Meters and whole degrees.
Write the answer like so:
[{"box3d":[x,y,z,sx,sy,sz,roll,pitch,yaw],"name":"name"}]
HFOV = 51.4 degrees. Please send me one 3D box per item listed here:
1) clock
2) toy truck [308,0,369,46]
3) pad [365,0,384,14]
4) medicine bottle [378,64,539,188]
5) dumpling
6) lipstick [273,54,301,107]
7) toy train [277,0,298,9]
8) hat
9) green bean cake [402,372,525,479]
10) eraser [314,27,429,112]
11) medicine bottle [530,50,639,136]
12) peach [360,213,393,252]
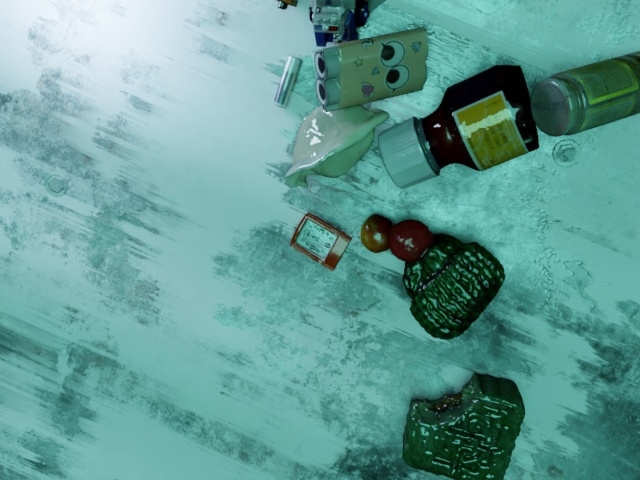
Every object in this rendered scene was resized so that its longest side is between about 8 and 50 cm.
[{"box3d":[0.000,0.000,1.918,0.155,0.061,0.113,31,105,4],"name":"clock"},{"box3d":[0.033,-0.579,1.704,0.161,0.213,0.177,7,63,12],"name":"toy truck"},{"box3d":[0.084,-0.692,1.778,0.116,0.004,0.193,-36,96,15],"name":"pad"},{"box3d":[0.352,-0.284,1.723,0.395,0.242,0.243,-17,100,25],"name":"medicine bottle"},{"box3d":[0.021,-0.261,1.758,0.318,0.243,0.187,-36,95,27],"name":"dumpling"},{"box3d":[-0.093,-0.438,1.841,0.040,0.040,0.141,21,105,3],"name":"lipstick"},{"box3d":[-0.077,-0.704,1.749,0.072,0.099,0.188,19,104,3],"name":"toy train"},{"box3d":[0.310,0.082,1.815,0.332,0.242,0.274,44,80,6],"name":"hat"},{"box3d":[0.407,0.535,1.923,0.307,0.169,0.300,13,104,7],"name":"green bean cake"},{"box3d":[0.132,-0.442,1.708,0.290,0.087,0.171,-16,127,-17],"name":"eraser"},{"box3d":[0.680,-0.357,1.616,0.322,0.151,0.151,-18,101,-20],"name":"medicine bottle"},{"box3d":[0.160,-0.021,1.868,0.100,0.101,0.101,2,103,8],"name":"peach"}]
